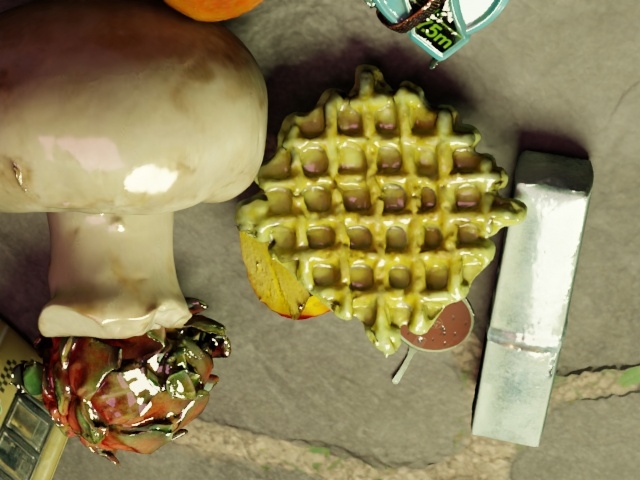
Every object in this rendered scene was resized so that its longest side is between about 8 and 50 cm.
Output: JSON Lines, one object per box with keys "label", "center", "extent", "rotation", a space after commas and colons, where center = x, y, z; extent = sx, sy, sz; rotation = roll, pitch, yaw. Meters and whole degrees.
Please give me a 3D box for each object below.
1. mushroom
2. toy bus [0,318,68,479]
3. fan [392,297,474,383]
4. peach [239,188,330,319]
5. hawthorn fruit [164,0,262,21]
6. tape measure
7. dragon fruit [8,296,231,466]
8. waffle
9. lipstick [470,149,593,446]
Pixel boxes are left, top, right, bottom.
{"label": "mushroom", "center": [-0.185, -0.061, 1.387], "extent": [0.297, 0.297, 0.290], "rotation": [2, 97, 11]}
{"label": "toy bus", "center": [-0.374, 0.247, 1.598], "extent": [0.202, 0.365, 0.177], "rotation": [41, 122, -18]}
{"label": "fan", "center": [0.099, 0.094, 1.611], "extent": [0.085, 0.005, 0.133], "rotation": [23, 123, -4]}
{"label": "peach", "center": [0.001, -0.006, 1.506], "extent": [0.151, 0.118, 0.151], "rotation": [14, 114, 33]}
{"label": "hawthorn fruit", "center": [-0.083, -0.297, 1.298], "extent": [0.196, 0.196, 0.225], "rotation": [42, 84, -15]}
{"label": "tape measure", "center": [0.097, -0.229, 1.357], "extent": [0.125, 0.081, 0.146], "rotation": [40, 121, -18]}
{"label": "dragon fruit", "center": [-0.190, 0.127, 1.599], "extent": [0.188, 0.182, 0.182], "rotation": [25, 137, 47]}
{"label": "waffle", "center": [0.053, -0.036, 1.432], "extent": [0.223, 0.054, 0.204], "rotation": [41, 93, 8]}
{"label": "lipstick", "center": [0.196, 0.055, 1.521], "extent": [0.076, 0.077, 0.290], "rotation": [12, 123, 7]}
